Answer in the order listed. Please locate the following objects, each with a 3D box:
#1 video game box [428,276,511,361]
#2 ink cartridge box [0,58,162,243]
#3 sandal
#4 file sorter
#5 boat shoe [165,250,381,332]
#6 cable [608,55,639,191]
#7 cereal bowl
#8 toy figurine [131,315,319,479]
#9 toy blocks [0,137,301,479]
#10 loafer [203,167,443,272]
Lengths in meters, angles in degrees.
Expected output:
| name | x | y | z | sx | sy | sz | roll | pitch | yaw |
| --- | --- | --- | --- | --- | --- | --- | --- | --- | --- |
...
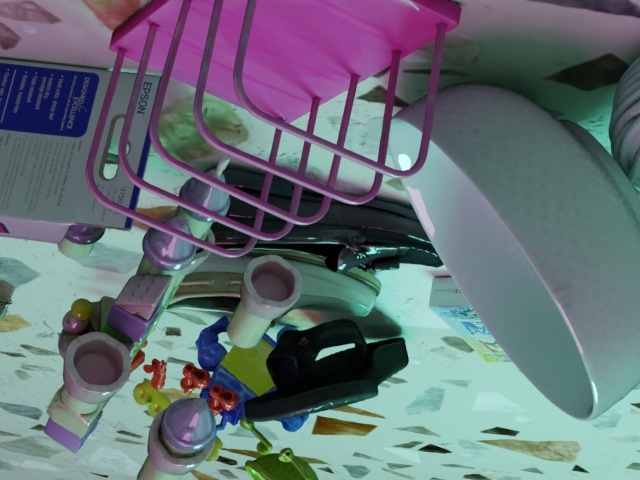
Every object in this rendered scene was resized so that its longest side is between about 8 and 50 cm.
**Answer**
| name | x | y | z | sx | sy | sz | roll | pitch | yaw |
| --- | --- | --- | --- | --- | --- | --- | --- | --- | --- |
| video game box | 0.263 | 0.102 | 1.899 | 0.187 | 0.048 | 0.205 | -5 | 154 | 27 |
| ink cartridge box | -0.346 | -0.098 | 1.499 | 0.370 | 0.176 | 0.069 | 6 | 156 | 10 |
| sandal | 0.002 | 0.155 | 1.924 | 0.167 | 0.107 | 0.446 | -15 | 180 | 13 |
| file sorter | -0.053 | -0.118 | 1.318 | 0.202 | 0.182 | 0.290 | 22 | 155 | -27 |
| boat shoe | -0.077 | 0.064 | 1.876 | 0.302 | 0.103 | 0.113 | 11 | 158 | -3 |
| cable | 0.384 | -0.097 | 1.310 | 0.257 | 0.089 | 0.257 | 4 | 157 | 12 |
| cereal bowl | 0.209 | -0.008 | 1.384 | 0.141 | 0.339 | 0.339 | -31 | 157 | -7 |
| toy figurine | -0.080 | 0.196 | 2.065 | 0.362 | 0.217 | 0.191 | 36 | 147 | 19 |
| toy blocks | -0.195 | 0.053 | 1.512 | 0.309 | 0.289 | 0.260 | 30 | 143 | -1 |
| loafer | 0.000 | 0.000 | 1.696 | 0.302 | 0.095 | 0.109 | 13 | 158 | -8 |
